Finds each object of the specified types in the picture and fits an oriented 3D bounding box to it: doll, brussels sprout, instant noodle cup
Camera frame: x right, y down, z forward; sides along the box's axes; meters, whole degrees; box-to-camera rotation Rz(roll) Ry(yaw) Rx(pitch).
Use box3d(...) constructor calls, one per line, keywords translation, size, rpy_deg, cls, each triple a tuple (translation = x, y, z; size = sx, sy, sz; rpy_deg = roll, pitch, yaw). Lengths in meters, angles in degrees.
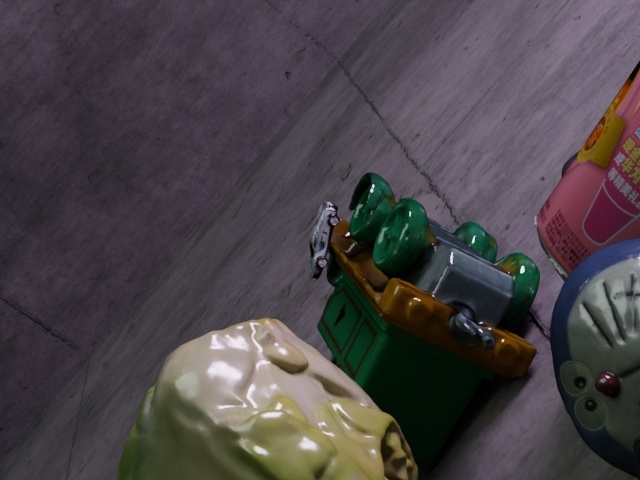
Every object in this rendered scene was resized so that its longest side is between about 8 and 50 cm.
box3d(translation=(0.279, 0.062, 0.742), size=(0.258, 0.228, 0.154), rpy_deg=(-29, -13, 24), cls="doll")
box3d(translation=(-0.032, 0.239, 0.979), size=(0.268, 0.344, 0.344), rpy_deg=(-19, -13, -48), cls="brussels sprout")
box3d(translation=(0.312, -0.056, 0.864), size=(0.255, 0.244, 0.244), rpy_deg=(-52, 15, 27), cls="instant noodle cup")

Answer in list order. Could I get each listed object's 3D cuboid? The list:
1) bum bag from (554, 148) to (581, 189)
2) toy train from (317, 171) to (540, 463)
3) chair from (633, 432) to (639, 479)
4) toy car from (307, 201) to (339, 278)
box3d(translation=(0.328, -0.065, 1.072), size=(0.123, 0.060, 0.248), rpy_deg=(-56, 19, 0), cls="bum bag")
box3d(translation=(0.094, 0.083, 1.214), size=(0.249, 0.178, 0.429), rpy_deg=(-63, 15, 7), cls="toy train")
box3d(translation=(0.255, 0.231, 0.619), size=(0.145, 0.221, 0.140), rpy_deg=(0, 37, 12), cls="chair")
box3d(translation=(0.000, 0.000, 1.278), size=(0.041, 0.025, 0.093), rpy_deg=(-175, 100, -78), cls="toy car")
